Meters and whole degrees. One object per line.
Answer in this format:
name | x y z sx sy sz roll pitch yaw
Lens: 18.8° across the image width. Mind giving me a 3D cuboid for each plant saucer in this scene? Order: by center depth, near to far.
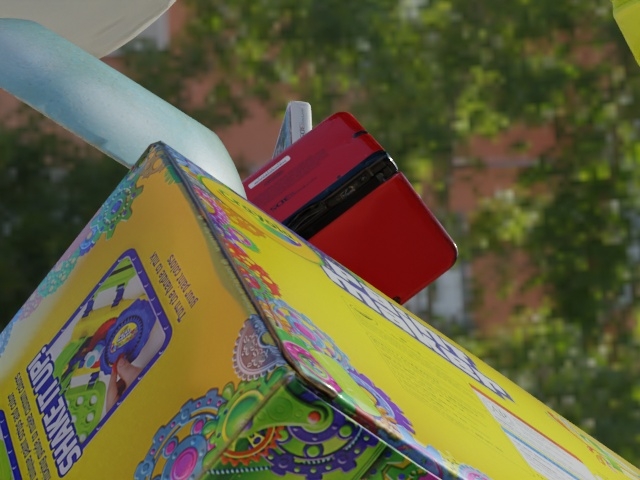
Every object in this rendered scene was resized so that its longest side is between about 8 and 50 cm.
plant saucer | -0.107 -0.066 0.966 0.195 0.037 0.195 32 -1 0

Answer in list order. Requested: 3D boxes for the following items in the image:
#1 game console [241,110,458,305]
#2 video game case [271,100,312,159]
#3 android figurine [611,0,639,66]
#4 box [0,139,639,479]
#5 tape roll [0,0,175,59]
game console | 0.000 0.000 1.347 0.144 0.124 0.085 -37 -54 -1
video game case | -0.033 0.012 1.582 0.022 0.173 0.190 6 -39 -11
android figurine | 0.204 -0.092 0.939 0.056 0.248 0.273 -24 -60 23
box | -0.013 0.175 0.658 0.290 0.279 0.177 36 9 -28
tape roll | -0.190 -0.238 1.131 0.246 0.246 0.169 18 18 -50
